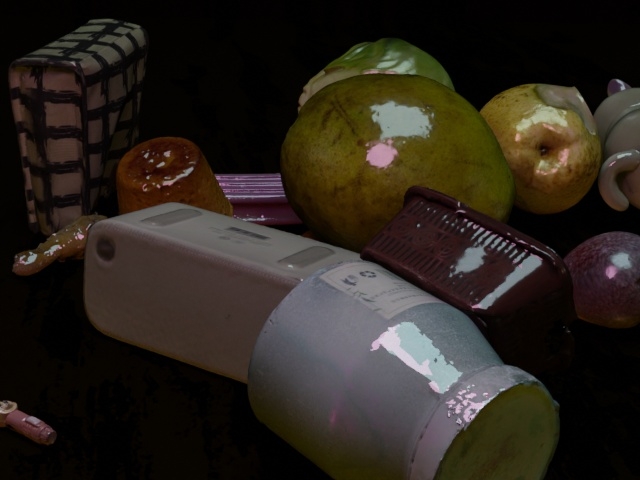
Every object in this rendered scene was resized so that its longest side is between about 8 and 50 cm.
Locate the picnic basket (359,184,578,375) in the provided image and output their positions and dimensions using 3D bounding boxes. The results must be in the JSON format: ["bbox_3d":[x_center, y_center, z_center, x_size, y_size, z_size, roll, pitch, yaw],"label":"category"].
[{"bbox_3d":[0.175,0.075,1.349,0.129,0.223,0.296,-32,40,-25],"label":"picnic basket"}]

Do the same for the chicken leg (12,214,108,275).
[{"bbox_3d":[-0.422,0.008,1.722,0.085,0.069,0.197,22,37,39],"label":"chicken leg"}]

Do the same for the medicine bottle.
[{"bbox_3d":[0.095,0.183,1.177,0.245,0.245,0.290,-15,31,-35],"label":"medicine bottle"}]

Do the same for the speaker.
[{"bbox_3d":[-0.123,0.070,1.487,0.406,0.183,0.184,15,21,24],"label":"speaker"}]

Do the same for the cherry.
[{"bbox_3d":[0.451,0.058,1.627,0.176,0.140,0.176,-10,28,5],"label":"cherry"}]

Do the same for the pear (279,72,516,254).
[{"bbox_3d":[0.126,-0.117,1.744,0.413,0.352,0.352,23,28,12],"label":"pear"}]

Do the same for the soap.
[{"bbox_3d":[-0.112,-0.077,1.947,0.203,0.066,0.122,0,26,-9],"label":"soap"}]

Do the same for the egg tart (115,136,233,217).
[{"bbox_3d":[-0.254,-0.078,1.772,0.202,0.147,0.203,-4,41,4],"label":"egg tart"}]

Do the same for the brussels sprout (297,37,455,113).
[{"bbox_3d":[0.120,-0.286,2.203,0.343,0.268,0.344,-4,26,2],"label":"brussels sprout"}]

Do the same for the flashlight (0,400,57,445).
[{"bbox_3d":[-0.368,0.221,1.283,0.110,0.031,0.052,17,27,29],"label":"flashlight"}]

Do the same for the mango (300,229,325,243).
[{"bbox_3d":[0.000,0.000,1.814,0.060,0.046,0.089,16,23,26],"label":"mango"}]

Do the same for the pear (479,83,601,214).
[{"bbox_3d":[0.412,-0.171,2.005,0.271,0.271,0.271,3,24,-1],"label":"pear"}]

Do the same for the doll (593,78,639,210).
[{"bbox_3d":[0.667,-0.189,2.122,0.225,0.215,0.370,6,23,7],"label":"doll"}]

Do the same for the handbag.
[{"bbox_3d":[-0.423,-0.207,1.883,0.162,0.327,0.325,6,23,9],"label":"handbag"}]
